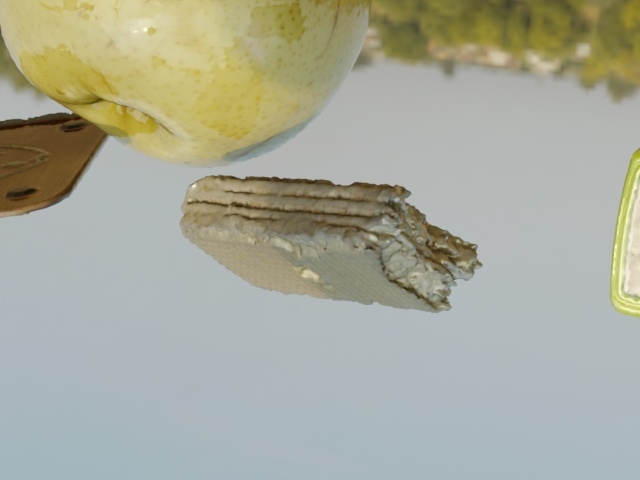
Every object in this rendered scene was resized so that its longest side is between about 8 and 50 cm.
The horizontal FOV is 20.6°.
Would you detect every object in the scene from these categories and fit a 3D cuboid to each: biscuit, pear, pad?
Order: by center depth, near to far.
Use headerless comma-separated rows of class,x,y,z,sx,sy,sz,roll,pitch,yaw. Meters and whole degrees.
biscuit,0.000,0.000,1.306,0.239,0.061,0.108,4,155,47
pear,-0.102,-0.213,1.432,0.309,0.309,0.309,6,-173,-1
pad,-0.327,-0.055,1.485,0.284,0.018,0.286,-6,-161,6

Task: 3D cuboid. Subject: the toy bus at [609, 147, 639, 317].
toy bus,0.295,-0.025,1.227,0.150,0.128,0.262,12,-163,20
